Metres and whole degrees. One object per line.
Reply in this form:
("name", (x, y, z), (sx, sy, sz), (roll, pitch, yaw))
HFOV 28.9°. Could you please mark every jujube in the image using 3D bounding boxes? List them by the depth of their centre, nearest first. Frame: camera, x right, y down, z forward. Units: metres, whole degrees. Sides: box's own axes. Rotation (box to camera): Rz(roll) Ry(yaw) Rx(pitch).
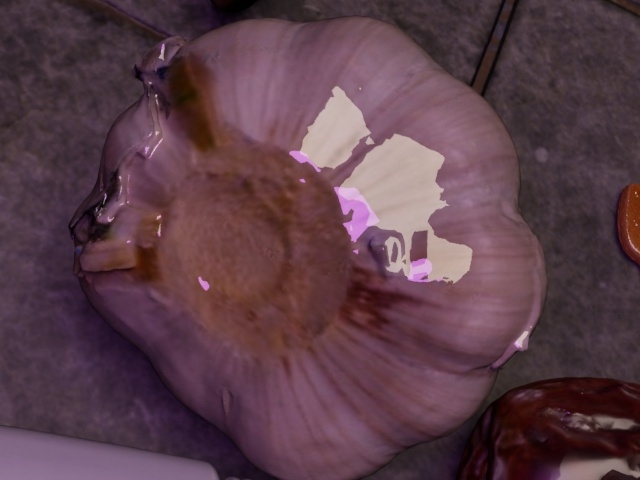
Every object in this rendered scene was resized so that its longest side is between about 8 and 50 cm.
("jujube", (0.226, 0.192, 0.888), (0.243, 0.183, 0.183), (20, 65, -9))

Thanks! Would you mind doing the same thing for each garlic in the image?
("garlic", (-0.003, 0.002, 0.837), (0.322, 0.322, 0.241), (36, 38, -1))

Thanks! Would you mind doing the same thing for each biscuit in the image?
("biscuit", (0.315, -0.003, 1.076), (0.130, 0.019, 0.102), (31, 65, -3))

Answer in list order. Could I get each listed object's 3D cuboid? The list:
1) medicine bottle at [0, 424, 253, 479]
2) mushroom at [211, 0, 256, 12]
("medicine bottle", (-0.124, 0.203, 0.796), (0.252, 0.144, 0.144), (10, 67, -15))
("mushroom", (-0.128, -0.294, 1.007), (0.217, 0.148, 0.227), (7, 57, -1))
